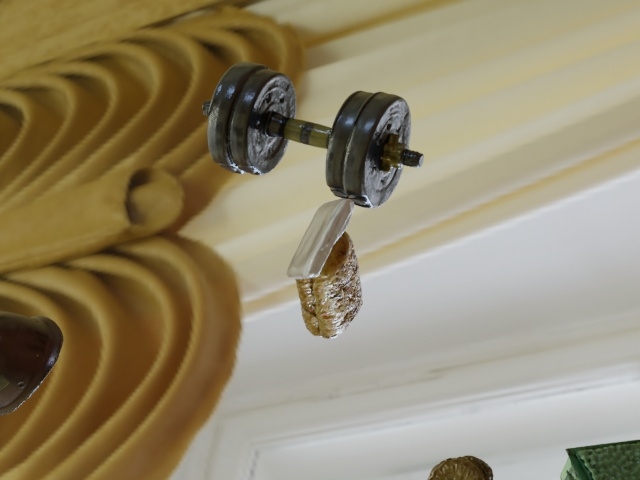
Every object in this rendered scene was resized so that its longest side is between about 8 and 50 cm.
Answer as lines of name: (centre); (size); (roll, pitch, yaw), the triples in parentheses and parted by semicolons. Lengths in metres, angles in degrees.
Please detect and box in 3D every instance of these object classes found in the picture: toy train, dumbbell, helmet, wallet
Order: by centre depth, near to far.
toy train: (0.435, 0.349, 1.612); (0.115, 0.269, 0.154); (-112, 26, -45)
wallet: (0.000, 0.000, 1.657); (0.124, 0.032, 0.183); (-61, 10, -8)
helmet: (-0.471, 0.161, 1.751); (0.106, 0.175, 0.155); (47, -150, -46)
dumbbell: (-0.018, -0.169, 1.915); (0.185, 0.388, 0.185); (-45, -37, -48)

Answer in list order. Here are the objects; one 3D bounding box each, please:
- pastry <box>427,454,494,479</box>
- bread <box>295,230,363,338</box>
pastry: (0.216, 0.382, 1.860); (0.097, 0.109, 0.057); (58, -161, 23)
bread: (0.014, 0.070, 1.986); (0.114, 0.083, 0.211); (-56, -27, -28)
